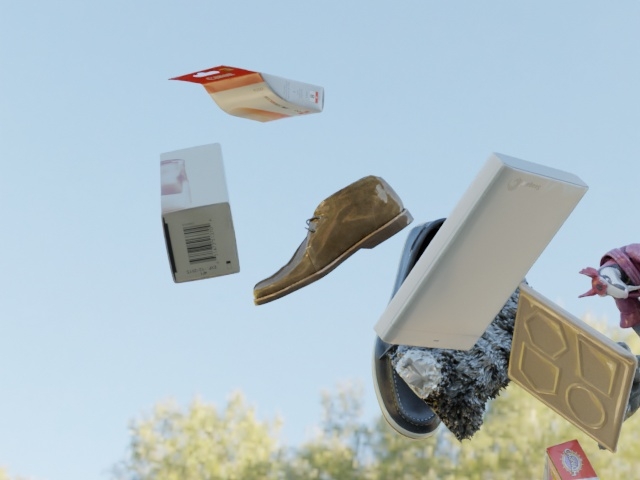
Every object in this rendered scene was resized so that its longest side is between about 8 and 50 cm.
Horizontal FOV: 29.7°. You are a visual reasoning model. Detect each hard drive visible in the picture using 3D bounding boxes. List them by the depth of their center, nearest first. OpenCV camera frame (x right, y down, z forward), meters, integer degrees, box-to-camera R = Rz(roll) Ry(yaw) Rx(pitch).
[{"bbox_3d":[0.227,0.024,1.703,0.203,0.040,0.308,9,-58,-44],"label":"hard drive"}]

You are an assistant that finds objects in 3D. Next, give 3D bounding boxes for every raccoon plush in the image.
[{"bbox_3d":[0.301,0.192,2.121,0.216,0.299,0.446,50,1,3],"label":"raccoon plush"}]

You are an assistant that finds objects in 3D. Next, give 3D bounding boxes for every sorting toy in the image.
[{"bbox_3d":[0.341,0.170,1.639,0.193,0.038,0.208,36,-34,35],"label":"sorting toy"}]

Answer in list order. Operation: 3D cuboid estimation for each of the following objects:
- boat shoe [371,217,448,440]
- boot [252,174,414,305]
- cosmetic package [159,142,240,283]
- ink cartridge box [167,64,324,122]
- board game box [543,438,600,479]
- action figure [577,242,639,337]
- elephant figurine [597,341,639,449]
[{"bbox_3d":[0.226,0.175,2.577,0.186,0.500,0.156,15,-22,-8],"label":"boat shoe"},{"bbox_3d":[0.000,0.000,2.032,0.115,0.305,0.112,57,-4,-7],"label":"boot"},{"bbox_3d":[-0.231,-0.057,2.273,0.129,0.296,0.153,-10,-65,-3],"label":"cosmetic package"},{"bbox_3d":[-0.106,-0.207,1.718,0.179,0.045,0.145,4,-4,-39],"label":"ink cartridge box"},{"bbox_3d":[0.486,0.555,2.229,0.064,0.242,0.317,-16,-41,-9],"label":"board game box"},{"bbox_3d":[0.615,0.042,2.126,0.370,0.276,0.248,1,-37,-17],"label":"action figure"},{"bbox_3d":[0.493,0.269,2.280,0.239,0.186,0.169,-4,-72,59],"label":"elephant figurine"}]
